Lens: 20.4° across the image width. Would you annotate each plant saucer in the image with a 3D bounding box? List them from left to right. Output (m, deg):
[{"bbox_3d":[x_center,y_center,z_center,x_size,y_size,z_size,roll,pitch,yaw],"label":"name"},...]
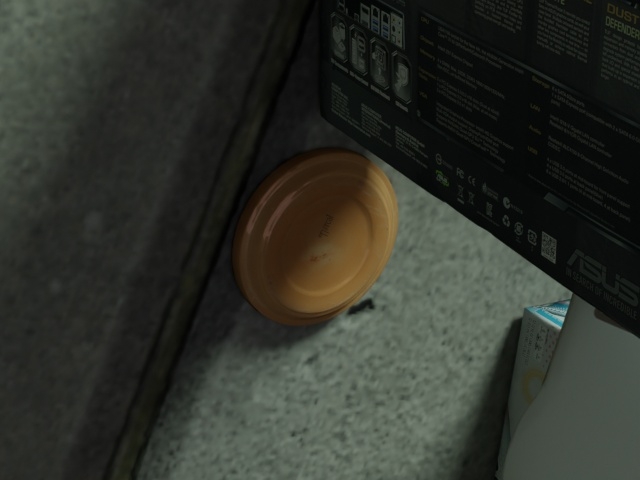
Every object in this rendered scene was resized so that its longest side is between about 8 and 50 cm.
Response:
[{"bbox_3d":[0.000,0.000,0.783,0.083,0.013,0.083,-16,121,-29],"label":"plant saucer"}]

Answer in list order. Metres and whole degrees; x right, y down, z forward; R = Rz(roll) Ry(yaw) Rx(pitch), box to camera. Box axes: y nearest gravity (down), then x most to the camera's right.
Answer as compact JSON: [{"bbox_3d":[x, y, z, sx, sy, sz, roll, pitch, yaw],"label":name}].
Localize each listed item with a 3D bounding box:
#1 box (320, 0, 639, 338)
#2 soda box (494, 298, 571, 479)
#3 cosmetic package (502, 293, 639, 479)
[{"bbox_3d":[0.078,-0.094,0.646,0.059,0.233,0.183,-15,120,-26],"label":"box"},{"bbox_3d":[0.129,0.122,0.904,0.058,0.063,0.183,-8,116,-35],"label":"soda box"},{"bbox_3d":[0.239,0.110,0.843,0.385,0.156,0.217,-3,113,-56],"label":"cosmetic package"}]
